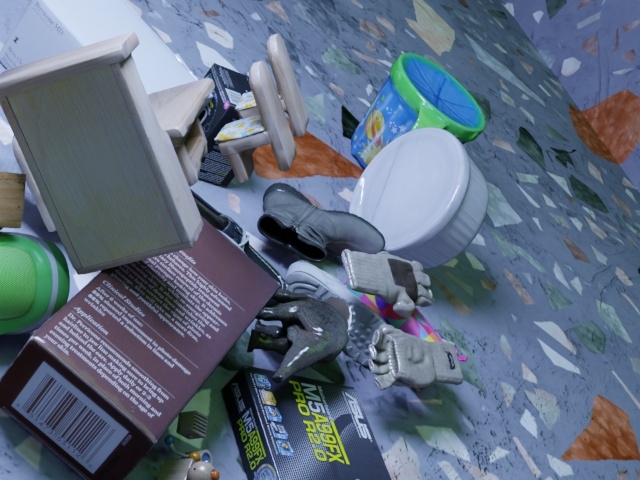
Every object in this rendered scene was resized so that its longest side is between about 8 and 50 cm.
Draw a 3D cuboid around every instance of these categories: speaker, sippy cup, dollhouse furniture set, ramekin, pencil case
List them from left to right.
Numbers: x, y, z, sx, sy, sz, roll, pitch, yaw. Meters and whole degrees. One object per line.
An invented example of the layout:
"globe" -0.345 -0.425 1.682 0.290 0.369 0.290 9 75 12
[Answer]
"speaker" -0.443 0.048 1.306 0.296 0.131 0.131 4 46 -49
"dollhouse furniture set" -0.243 -0.167 1.486 0.394 0.362 0.256 -76 150 -64
"pencil case" 0.135 0.145 1.918 0.236 0.104 0.104 47 29 11
"sippy cup" 0.188 -0.235 2.370 0.305 0.224 0.240 -2 50 -53
"ramekin" 0.193 -0.069 2.126 0.127 0.273 0.273 35 27 -37

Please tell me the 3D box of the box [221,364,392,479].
"box" -0.005 0.309 1.558 0.216 0.060 0.270 17 37 -37

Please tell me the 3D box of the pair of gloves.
"pair of gloves" 0.126 0.126 1.807 0.204 0.042 0.240 4 61 -48

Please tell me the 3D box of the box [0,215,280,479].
"box" -0.223 0.121 1.436 0.191 0.143 0.381 41 36 -1

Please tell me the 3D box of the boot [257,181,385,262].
"boot" 0.000 0.000 1.951 0.246 0.083 0.161 25 24 -13

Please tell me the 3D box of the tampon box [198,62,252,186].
"tampon box" -0.173 -0.197 1.938 0.101 0.161 0.120 17 36 -37

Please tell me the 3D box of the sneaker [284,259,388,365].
"sneaker" 0.042 0.116 1.863 0.235 0.090 0.095 41 19 -5

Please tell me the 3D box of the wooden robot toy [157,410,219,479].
"wooden robot toy" -0.149 0.285 1.362 0.076 0.079 0.173 56 34 -35

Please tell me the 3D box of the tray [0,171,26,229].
"tray" -0.561 -0.062 1.251 0.203 0.076 0.411 7 1 41

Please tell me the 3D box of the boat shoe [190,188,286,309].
"boat shoe" -0.167 0.002 1.745 0.302 0.091 0.114 32 30 -17

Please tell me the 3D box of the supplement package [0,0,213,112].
"supplement package" -0.348 -0.266 1.835 0.262 0.145 0.204 47 29 10

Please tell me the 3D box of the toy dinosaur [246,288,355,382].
"toy dinosaur" -0.020 0.128 1.652 0.160 0.121 0.313 7 5 0
